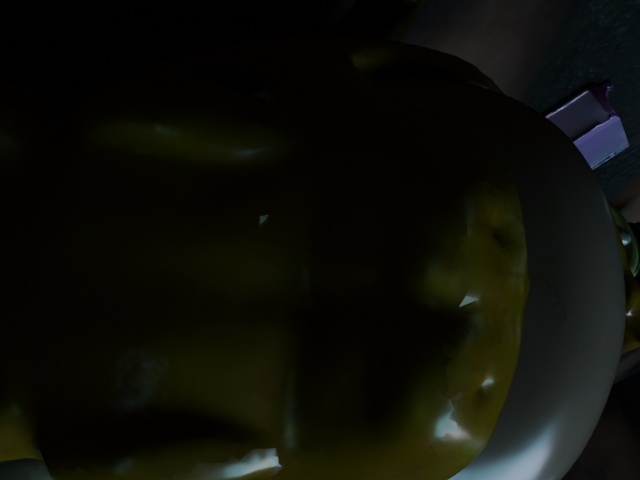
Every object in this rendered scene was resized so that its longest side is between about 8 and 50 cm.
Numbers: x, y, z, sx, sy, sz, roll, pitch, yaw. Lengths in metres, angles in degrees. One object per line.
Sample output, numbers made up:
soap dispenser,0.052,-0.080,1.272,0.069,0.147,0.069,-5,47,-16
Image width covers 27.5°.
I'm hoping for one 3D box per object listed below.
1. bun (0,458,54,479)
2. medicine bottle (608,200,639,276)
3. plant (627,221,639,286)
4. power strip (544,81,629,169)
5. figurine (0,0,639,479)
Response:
bun,-0.272,0.253,0.928,0.287,0.146,0.287,-37,-179,1
medicine bottle,0.193,0.051,1.280,0.124,0.124,0.239,-14,157,-44
plant,0.292,0.051,1.431,0.194,0.129,0.132,-21,159,-41
power strip,0.130,-0.031,1.072,0.279,0.037,0.109,-34,162,10
figurine,-0.022,0.028,0.599,0.401,0.268,0.387,-32,166,19
